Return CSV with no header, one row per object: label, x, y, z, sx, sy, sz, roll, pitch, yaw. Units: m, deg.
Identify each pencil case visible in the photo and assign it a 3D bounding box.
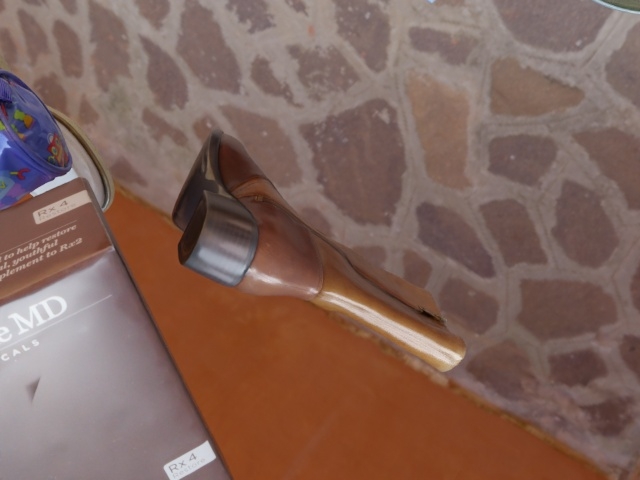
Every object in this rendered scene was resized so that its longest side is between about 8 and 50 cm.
pencil case,-0.406,-0.052,0.816,0.119,0.306,0.133,62,-177,36

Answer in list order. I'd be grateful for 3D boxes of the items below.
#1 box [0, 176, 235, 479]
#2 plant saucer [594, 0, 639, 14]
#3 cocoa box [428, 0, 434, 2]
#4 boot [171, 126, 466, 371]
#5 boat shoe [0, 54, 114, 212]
box,-0.199,0.161,0.700,0.143,0.191,0.381,46,160,54
plant saucer,0.422,-0.440,1.101,0.317,0.317,0.044,39,169,5
cocoa box,0.032,-0.462,0.876,0.347,0.231,0.228,30,-162,-27
boot,0.000,0.000,0.827,0.280,0.096,0.264,23,-167,-20
boat shoe,-0.382,-0.131,0.985,0.302,0.103,0.113,45,117,-1
